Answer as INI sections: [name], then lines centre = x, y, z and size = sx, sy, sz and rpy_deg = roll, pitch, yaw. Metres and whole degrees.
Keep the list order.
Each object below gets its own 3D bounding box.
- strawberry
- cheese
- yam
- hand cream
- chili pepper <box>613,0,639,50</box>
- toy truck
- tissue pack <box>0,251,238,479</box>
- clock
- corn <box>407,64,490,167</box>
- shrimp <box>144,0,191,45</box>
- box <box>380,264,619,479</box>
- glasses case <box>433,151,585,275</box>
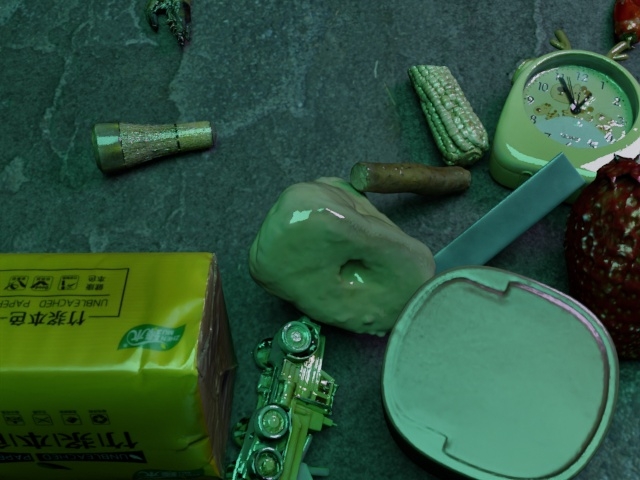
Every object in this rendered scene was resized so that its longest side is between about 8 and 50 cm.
[strawberry]
centre = 0.460, 0.034, 1.210
size = 0.250, 0.238, 0.288
rpy_deg = 27, 102, 23
[cheese]
centre = -0.001, 0.001, 1.222
size = 0.174, 0.248, 0.251
rpy_deg = -56, 41, 21
[yam]
centre = 0.143, -0.096, 1.311
size = 0.241, 0.057, 0.057
rpy_deg = -1, 58, -40
[hand cream]
centre = -0.273, -0.167, 1.412
size = 0.203, 0.084, 0.084
rpy_deg = -10, 65, -9
[chili pepper]
centre = 0.547, -0.394, 1.509
size = 0.059, 0.050, 0.191
rpy_deg = 12, 53, 10
[toy truck]
centre = -0.041, 0.246, 1.198
size = 0.135, 0.128, 0.260
rpy_deg = 19, 62, -18
[tissue pack]
centre = -0.315, 0.172, 1.122
size = 0.382, 0.293, 0.228
rpy_deg = -1, 47, 1
[clock]
centre = 0.419, -0.211, 1.399
size = 0.235, 0.096, 0.308
rpy_deg = 15, 66, 10
[corn]
centre = 0.213, -0.218, 1.415
size = 0.087, 0.087, 0.211
rpy_deg = -15, 65, -5
[shrimp]
centre = -0.275, -0.406, 1.552
size = 0.091, 0.034, 0.161
rpy_deg = -16, 58, 7
[box]
centre = 0.221, 0.205, 1.143
size = 0.301, 0.216, 0.301
rpy_deg = 0, 65, 0
[glasses case]
centre = 0.268, -0.016, 1.262
size = 0.266, 0.105, 0.056
rpy_deg = -39, 75, 6
